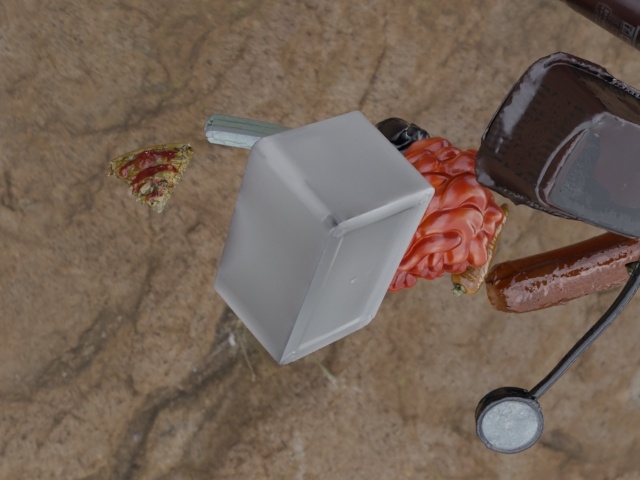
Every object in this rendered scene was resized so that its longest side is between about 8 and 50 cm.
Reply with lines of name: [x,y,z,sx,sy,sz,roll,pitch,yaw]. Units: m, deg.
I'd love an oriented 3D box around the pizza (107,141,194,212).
pizza: [-0.348,-0.135,1.829,0.188,0.198,0.062,-17,136,-4]

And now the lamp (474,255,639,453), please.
lamp: [0.282,0.049,0.875,0.130,0.108,0.371,26,105,-11]

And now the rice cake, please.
rice cake: [-0.135,-0.215,1.823,0.211,0.124,0.038,9,115,-10]

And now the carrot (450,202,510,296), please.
carrot: [0.318,0.013,1.691,0.256,0.061,0.061,-53,130,-32]

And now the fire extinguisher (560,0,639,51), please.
fire extinguisher: [0.468,-0.289,1.167,0.114,0.337,0.135,-55,157,15]

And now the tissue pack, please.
tissue pack: [-0.001,0.001,1.004,0.160,0.136,0.246,-21,147,-36]

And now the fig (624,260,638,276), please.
fig: [0.474,0.039,0.952,0.151,0.259,0.151,-7,101,-39]

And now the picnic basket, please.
picnic basket: [0.371,-0.107,1.201,0.297,0.129,0.222,16,115,-32]

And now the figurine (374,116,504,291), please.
figurine: [0.115,-0.066,1.473,0.306,0.411,0.241,-32,119,-1]

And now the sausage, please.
sausage: [0.434,0.047,1.465,0.331,0.102,0.102,-16,119,-11]
